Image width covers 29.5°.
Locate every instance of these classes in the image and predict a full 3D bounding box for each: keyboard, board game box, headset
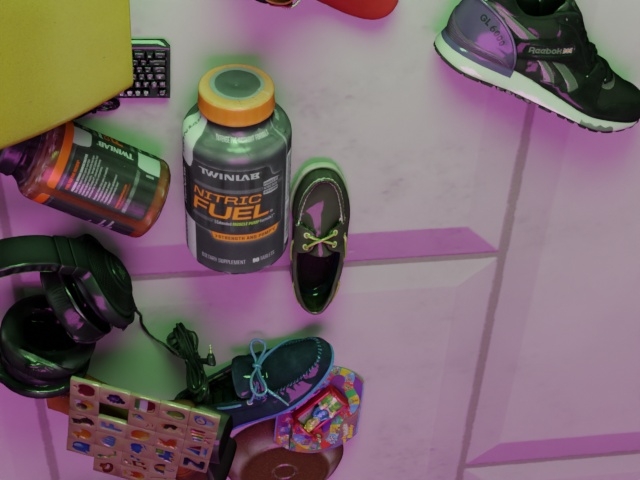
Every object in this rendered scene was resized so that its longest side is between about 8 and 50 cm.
[{"bbox_3d":[-0.263,-0.183,1.401,0.180,0.023,0.108,-1,134,-8],"label":"keyboard"},{"bbox_3d":[0.001,0.267,1.846,0.133,0.033,0.169,-1,121,-13],"label":"board game box"},{"bbox_3d":[-0.317,0.121,1.569,0.394,0.185,0.243,12,133,-43],"label":"headset"}]

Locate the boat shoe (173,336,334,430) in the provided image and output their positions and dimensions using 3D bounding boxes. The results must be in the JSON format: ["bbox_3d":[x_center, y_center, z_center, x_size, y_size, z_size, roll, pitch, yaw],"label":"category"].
[{"bbox_3d":[-0.100,0.211,1.750,0.258,0.109,0.089,-34,131,18],"label":"boat shoe"}]

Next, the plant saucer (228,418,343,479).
[{"bbox_3d":[-0.059,0.359,1.948,0.198,0.036,0.199,-5,135,-5],"label":"plant saucer"}]

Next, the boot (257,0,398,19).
[{"bbox_3d":[-0.006,-0.267,1.258,0.244,0.176,0.088,26,123,-32],"label":"boot"}]

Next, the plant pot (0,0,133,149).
[{"bbox_3d":[-0.297,-0.237,1.229,0.187,0.212,0.212,-12,136,-16],"label":"plant pot"}]

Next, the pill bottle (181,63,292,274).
[{"bbox_3d":[-0.100,-0.087,1.447,0.130,0.130,0.246,-3,133,-7],"label":"pill bottle"}]

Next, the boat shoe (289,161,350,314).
[{"bbox_3d":[0.000,0.000,1.590,0.081,0.069,0.228,-3,134,-7],"label":"boat shoe"}]

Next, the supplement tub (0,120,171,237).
[{"bbox_3d":[-0.284,-0.081,1.436,0.197,0.106,0.106,22,126,-28],"label":"supplement tub"}]

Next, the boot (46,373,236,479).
[{"bbox_3d":[-0.268,0.285,1.753,0.280,0.096,0.264,16,153,8],"label":"boot"}]

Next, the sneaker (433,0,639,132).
[{"bbox_3d":[0.282,-0.219,1.409,0.283,0.107,0.124,16,123,-24],"label":"sneaker"}]

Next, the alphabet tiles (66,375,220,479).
[{"bbox_3d":[-0.244,0.269,1.641,0.198,0.009,0.237,15,142,-2],"label":"alphabet tiles"}]
